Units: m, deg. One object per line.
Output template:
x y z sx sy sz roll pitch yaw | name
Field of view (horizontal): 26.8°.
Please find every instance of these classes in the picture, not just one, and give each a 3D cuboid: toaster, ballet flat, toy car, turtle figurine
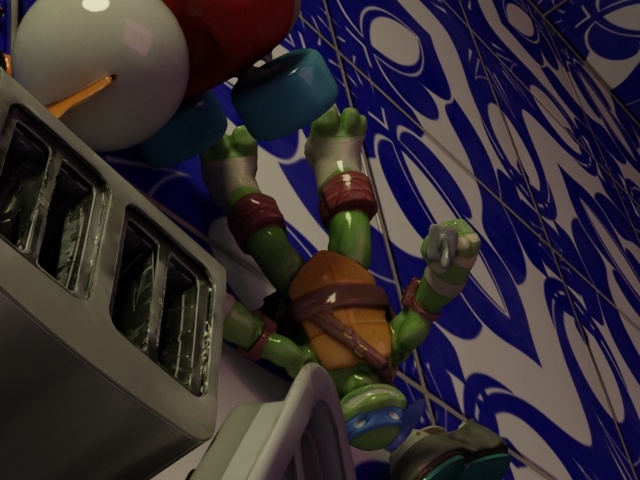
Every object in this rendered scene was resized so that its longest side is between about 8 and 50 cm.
-0.140 0.031 0.632 0.168 0.110 0.185 43 26 -28 | toaster
0.091 0.183 1.099 0.068 0.072 0.213 36 12 24 | ballet flat
-0.145 -0.125 0.895 0.238 0.210 0.219 -48 118 -45 | toy car
0.000 0.000 0.965 0.275 0.198 0.266 37 25 -47 | turtle figurine

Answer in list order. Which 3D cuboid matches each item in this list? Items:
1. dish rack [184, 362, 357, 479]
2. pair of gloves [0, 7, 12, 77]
-0.026 0.251 0.597 0.285 0.072 0.333 -61 142 -66 | dish rack
-0.238 -0.148 0.917 0.074 0.010 0.083 22 43 -57 | pair of gloves
